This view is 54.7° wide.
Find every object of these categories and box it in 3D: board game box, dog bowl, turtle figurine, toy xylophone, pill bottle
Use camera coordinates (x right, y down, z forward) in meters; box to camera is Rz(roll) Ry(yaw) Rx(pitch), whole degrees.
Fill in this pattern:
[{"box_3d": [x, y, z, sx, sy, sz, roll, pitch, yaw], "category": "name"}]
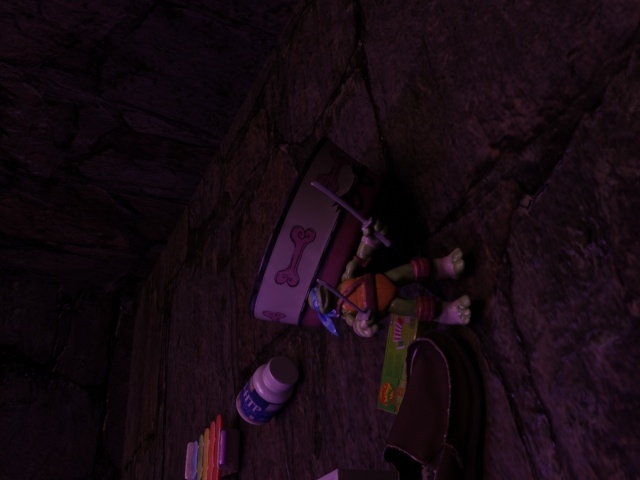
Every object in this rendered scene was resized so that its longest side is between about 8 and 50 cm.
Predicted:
[{"box_3d": [0.159, 0.230, 1.148, 0.092, 0.043, 0.181, -9, 70, 63], "category": "board game box"}, {"box_3d": [0.000, 0.000, 1.297, 0.408, 0.150, 0.407, 23, -90, -85], "category": "dog bowl"}, {"box_3d": [0.113, 0.062, 1.027, 0.197, 0.266, 0.274, -95, 4, -62], "category": "turtle figurine"}, {"box_3d": [-0.320, 0.675, 1.858, 0.322, 0.081, 0.236, -48, 38, 45], "category": "toy xylophone"}, {"box_3d": [-0.133, 0.382, 1.587, 0.186, 0.112, 0.112, -56, 33, 37], "category": "pill bottle"}]

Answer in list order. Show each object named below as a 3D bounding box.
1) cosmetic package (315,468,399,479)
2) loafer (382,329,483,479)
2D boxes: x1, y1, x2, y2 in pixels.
[{"box_3d": [0.077, 0.478, 1.031, 0.151, 0.184, 0.151, -48, 38, 44], "category": "cosmetic package"}, {"box_3d": [0.172, 0.315, 0.979, 0.134, 0.130, 0.365, -38, 45, 52], "category": "loafer"}]
